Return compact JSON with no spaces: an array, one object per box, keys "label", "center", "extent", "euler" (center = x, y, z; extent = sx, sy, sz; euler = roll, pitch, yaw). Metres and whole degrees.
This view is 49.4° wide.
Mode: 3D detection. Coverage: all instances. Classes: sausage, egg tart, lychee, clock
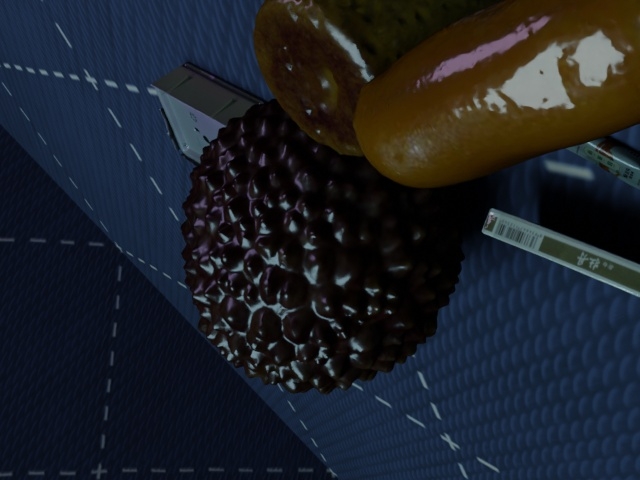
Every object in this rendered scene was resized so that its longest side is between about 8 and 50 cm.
[{"label":"sausage","center":[0.106,-0.089,0.411],"extent":[0.238,0.098,0.098],"euler":[-15,116,53]},{"label":"egg tart","center":[0.047,-0.162,0.571],"extent":[0.202,0.147,0.203],"euler":[36,154,20]},{"label":"lychee","center":[0.000,0.000,0.730],"extent":[0.306,0.330,0.306],"euler":[13,143,10]},{"label":"clock","center":[-0.146,-0.159,1.006],"extent":[0.192,0.071,0.147],"euler":[32,152,33]}]

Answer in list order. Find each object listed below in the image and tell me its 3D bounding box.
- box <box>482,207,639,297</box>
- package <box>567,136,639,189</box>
[{"label":"box","center":[0.245,0.023,0.588],"extent":[0.198,0.029,0.109],"euler":[27,-169,41]},{"label":"package","center":[0.234,-0.068,0.560],"extent":[0.110,0.015,0.037],"euler":[37,160,27]}]
